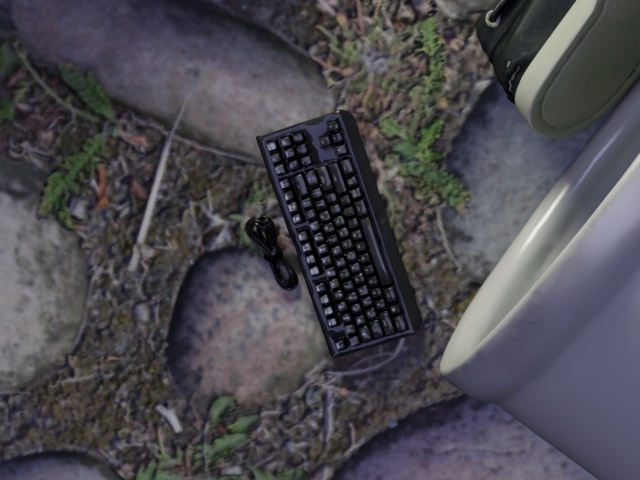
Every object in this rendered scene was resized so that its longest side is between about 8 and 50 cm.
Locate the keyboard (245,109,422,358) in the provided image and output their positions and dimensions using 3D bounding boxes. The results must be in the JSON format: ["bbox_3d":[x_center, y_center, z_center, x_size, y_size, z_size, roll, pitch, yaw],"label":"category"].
[{"bbox_3d":[0.000,0.000,1.394,0.108,0.023,0.180,-17,98,15],"label":"keyboard"}]

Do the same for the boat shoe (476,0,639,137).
[{"bbox_3d":[0.225,-0.234,1.250,0.113,0.127,0.340,51,118,36],"label":"boat shoe"}]

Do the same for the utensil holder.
[{"bbox_3d":[0.326,0.071,1.191,0.385,0.327,0.327,37,107,-1],"label":"utensil holder"}]
